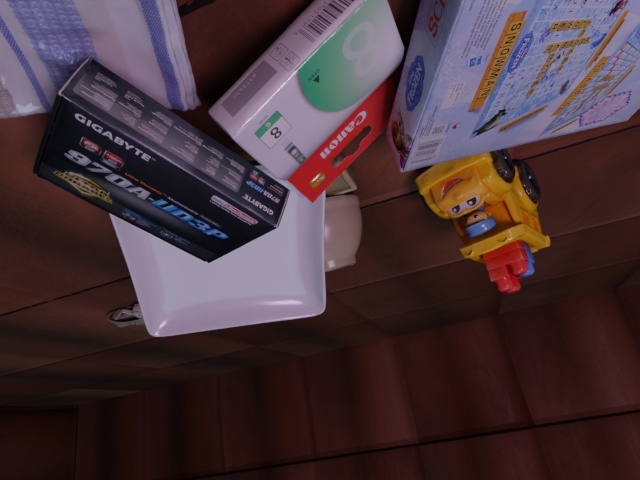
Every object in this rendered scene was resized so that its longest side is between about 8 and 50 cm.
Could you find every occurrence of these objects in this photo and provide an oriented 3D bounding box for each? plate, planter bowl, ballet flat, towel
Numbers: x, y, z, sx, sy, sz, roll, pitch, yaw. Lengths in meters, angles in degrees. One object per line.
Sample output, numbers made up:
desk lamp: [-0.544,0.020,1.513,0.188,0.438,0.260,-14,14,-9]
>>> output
plate: [-0.131,0.013,0.650,0.277,0.045,0.278,-7,125,-8]
planter bowl: [0.000,0.000,0.760,0.162,0.109,0.162,-15,175,-1]
ballet flat: [-0.469,0.186,1.144,0.168,0.057,0.052,-19,146,21]
towel: [-0.260,-0.178,0.388,0.285,0.034,0.209,-5,156,-9]

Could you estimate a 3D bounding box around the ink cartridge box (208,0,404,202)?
ink cartridge box: [0.017,-0.131,0.485,0.181,0.056,0.225,-45,148,5]

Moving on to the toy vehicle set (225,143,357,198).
toy vehicle set: [-0.097,-0.083,0.673,0.267,0.035,0.166,-17,157,16]

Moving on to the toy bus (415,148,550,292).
toy bus: [0.276,-0.025,0.739,0.149,0.211,0.220,-26,151,38]

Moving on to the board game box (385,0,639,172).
board game box: [0.244,-0.207,0.437,0.318,0.066,0.318,-13,158,-8]

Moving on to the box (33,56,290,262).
box: [-0.169,-0.062,0.480,0.220,0.051,0.175,32,148,-27]
